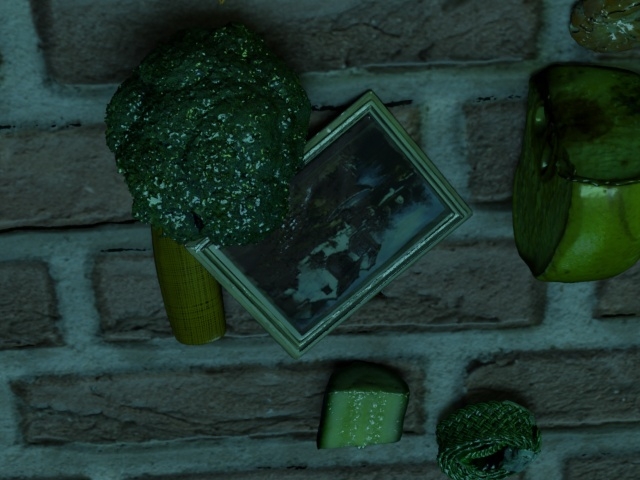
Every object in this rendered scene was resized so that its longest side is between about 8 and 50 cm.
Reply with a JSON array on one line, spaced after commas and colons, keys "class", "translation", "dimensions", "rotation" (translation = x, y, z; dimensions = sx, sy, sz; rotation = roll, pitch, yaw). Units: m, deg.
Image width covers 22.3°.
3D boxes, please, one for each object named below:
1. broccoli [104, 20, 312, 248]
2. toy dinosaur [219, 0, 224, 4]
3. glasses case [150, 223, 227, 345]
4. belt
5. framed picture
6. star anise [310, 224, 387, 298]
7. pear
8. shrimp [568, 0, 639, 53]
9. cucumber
[{"class": "broccoli", "translation": [-0.130, -0.109, 1.852], "dimensions": [0.270, 0.270, 0.270], "rotation": [34, 156, -23]}, {"class": "toy dinosaur", "translation": [-0.145, -0.391, 1.724], "dimensions": [0.117, 0.070, 0.288], "rotation": [8, 124, 8]}, {"class": "glasses case", "translation": [-0.168, 0.037, 2.055], "dimensions": [0.079, 0.064, 0.234], "rotation": [-9, 127, -2]}, {"class": "belt", "translation": [0.229, 0.269, 2.227], "dimensions": [0.151, 0.079, 0.121], "rotation": [-26, 134, 32]}, {"class": "framed picture", "translation": [0.015, -0.010, 1.986], "dimensions": [0.296, 0.019, 0.232], "rotation": [-40, 120, 6]}, {"class": "star anise", "translation": [0.000, 0.002, 2.033], "dimensions": [0.212, 0.053, 0.157], "rotation": [13, 127, -7]}, {"class": "pear", "translation": [0.319, -0.040, 1.881], "dimensions": [0.164, 0.238, 0.255], "rotation": [0, 126, -7]}, {"class": "shrimp", "translation": [0.358, -0.266, 1.820], "dimensions": [0.091, 0.043, 0.184], "rotation": [32, 139, -23]}, {"class": "cucumber", "translation": [0.054, 0.226, 2.200], "dimensions": [0.116, 0.062, 0.115], "rotation": [1, 130, -9]}]
